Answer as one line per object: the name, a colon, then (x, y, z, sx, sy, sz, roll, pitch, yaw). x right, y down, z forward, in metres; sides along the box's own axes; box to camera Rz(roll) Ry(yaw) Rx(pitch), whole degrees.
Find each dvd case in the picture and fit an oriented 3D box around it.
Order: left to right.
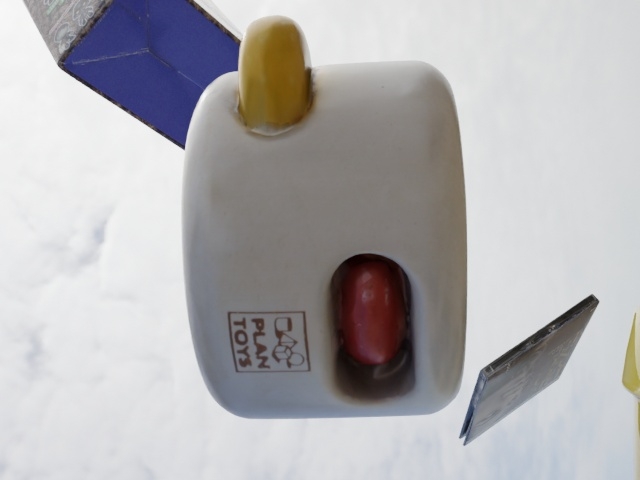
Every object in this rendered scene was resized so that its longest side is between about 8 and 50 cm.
dvd case: (0.245, 0.163, 0.978, 0.164, 0.018, 0.221, -31, -28, -16)

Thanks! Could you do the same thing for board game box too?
board game box: (-0.215, -0.262, 0.969, 0.141, 0.291, 0.232, -47, -44, 9)

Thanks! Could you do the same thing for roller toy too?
roller toy: (0.000, 0.000, 0.447, 0.209, 0.146, 0.191, 74, -166, -74)

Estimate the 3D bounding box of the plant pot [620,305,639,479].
plant pot: (0.398, 0.203, 0.753, 0.254, 0.254, 0.239, 6, -84, -64)
